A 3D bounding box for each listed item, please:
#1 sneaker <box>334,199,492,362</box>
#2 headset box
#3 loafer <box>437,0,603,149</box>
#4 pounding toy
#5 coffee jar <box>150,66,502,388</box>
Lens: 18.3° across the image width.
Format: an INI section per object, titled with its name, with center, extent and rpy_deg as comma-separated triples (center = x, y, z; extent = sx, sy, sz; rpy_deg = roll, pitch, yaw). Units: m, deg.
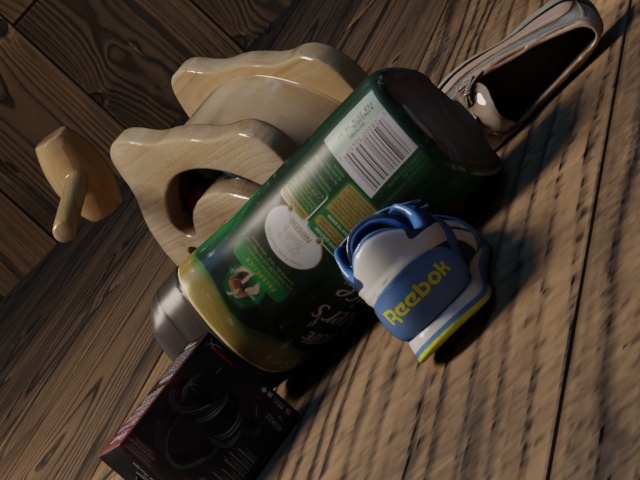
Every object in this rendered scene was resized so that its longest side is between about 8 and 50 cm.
[sneaker]
center = 0.039, 0.006, 0.879
extent = 0.053, 0.059, 0.144
rpy_deg = -48, 7, 6
[headset box]
center = -0.060, 0.096, 0.948
extent = 0.083, 0.062, 0.032
rpy_deg = -52, 9, -31
[loafer]
center = 0.097, -0.080, 1.043
extent = 0.125, 0.045, 0.039
rpy_deg = -43, 16, 12
[pounding toy]
center = -0.057, -0.006, 1.172
extent = 0.269, 0.154, 0.155
rpy_deg = -1, 44, 52
[coffee jar]
center = 0.000, 0.000, 1.002
extent = 0.184, 0.079, 0.096
rpy_deg = -44, -11, 20
